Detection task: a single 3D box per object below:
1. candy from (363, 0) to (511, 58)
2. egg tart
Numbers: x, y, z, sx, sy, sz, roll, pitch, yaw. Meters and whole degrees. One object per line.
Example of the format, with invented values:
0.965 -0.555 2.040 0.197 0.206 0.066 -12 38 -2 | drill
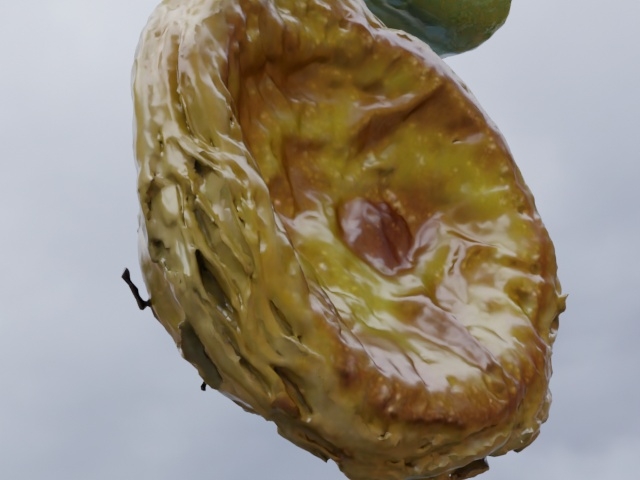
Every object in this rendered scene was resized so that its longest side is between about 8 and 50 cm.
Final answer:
-0.008 -0.228 1.257 0.343 0.132 0.142 23 1 -43 | candy
0.000 0.000 0.942 0.295 0.294 0.116 11 -36 -43 | egg tart
